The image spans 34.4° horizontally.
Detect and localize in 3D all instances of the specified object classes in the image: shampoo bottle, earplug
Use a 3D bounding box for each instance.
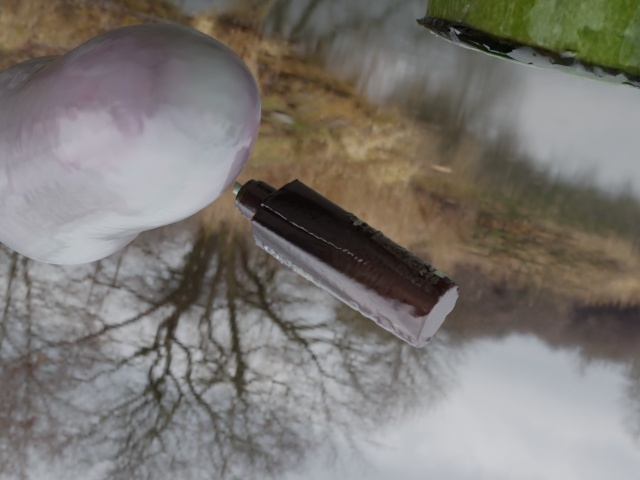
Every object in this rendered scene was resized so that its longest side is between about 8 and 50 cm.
[{"bbox_3d":[-0.001,0.000,0.848,0.236,0.067,0.068,32,143,19],"label":"shampoo bottle"},{"bbox_3d":[-0.136,-0.072,0.718,0.172,0.172,0.301,15,170,-28],"label":"earplug"}]

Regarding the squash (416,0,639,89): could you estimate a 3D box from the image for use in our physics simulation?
[{"bbox_3d":[0.245,-0.322,0.836,0.263,0.384,0.263,15,-169,-3],"label":"squash"}]
